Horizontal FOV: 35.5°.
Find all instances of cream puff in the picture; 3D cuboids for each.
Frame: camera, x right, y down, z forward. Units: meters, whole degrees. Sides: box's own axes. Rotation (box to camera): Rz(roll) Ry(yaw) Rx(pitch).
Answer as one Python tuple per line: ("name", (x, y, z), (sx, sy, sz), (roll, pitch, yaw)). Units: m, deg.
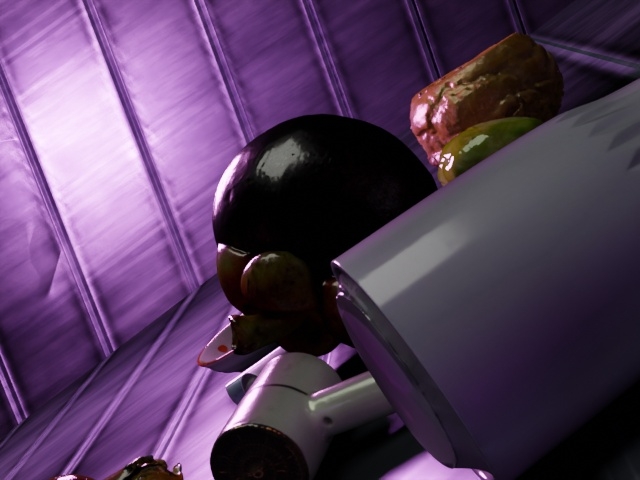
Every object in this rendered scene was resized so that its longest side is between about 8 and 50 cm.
("cream puff", (0.346, -0.262, 2.038), (0.327, 0.231, 0.343), (-35, 5, 1))

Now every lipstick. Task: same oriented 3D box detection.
("lipstick", (-0.093, 0.230, 1.766), (0.158, 0.048, 0.048), (-36, 8, 8))

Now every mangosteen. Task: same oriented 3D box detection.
("mangosteen", (0.000, 0.000, 1.608), (0.382, 0.382, 0.435), (-31, 23, 35))

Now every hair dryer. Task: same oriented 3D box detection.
("hair dryer", (0.050, 0.192, 1.211), (0.362, 0.128, 0.203), (-25, 11, 22))

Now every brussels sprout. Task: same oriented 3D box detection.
("brussels sprout", (0.310, -0.140, 1.756), (0.223, 0.161, 0.223), (-32, 16, 10))

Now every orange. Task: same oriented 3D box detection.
("orange", (-0.275, 0.379, 1.472), (0.170, 0.112, 0.160), (-1, -23, -37))

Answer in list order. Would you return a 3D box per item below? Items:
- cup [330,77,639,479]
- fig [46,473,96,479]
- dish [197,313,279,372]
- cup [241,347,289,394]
("cup", (0.210, 0.030, 0.918), (0.371, 0.253, 0.253), (-36, 8, -5))
("fig", (-0.433, 0.474, 1.579), (0.274, 0.145, 0.170), (-47, -2, 40))
("dish", (-0.112, 0.190, 1.948), (0.260, 0.085, 0.260), (-35, 10, 7))
("cup", (-0.059, 0.223, 1.636), (0.104, 0.074, 0.116), (6, 33, 42))
